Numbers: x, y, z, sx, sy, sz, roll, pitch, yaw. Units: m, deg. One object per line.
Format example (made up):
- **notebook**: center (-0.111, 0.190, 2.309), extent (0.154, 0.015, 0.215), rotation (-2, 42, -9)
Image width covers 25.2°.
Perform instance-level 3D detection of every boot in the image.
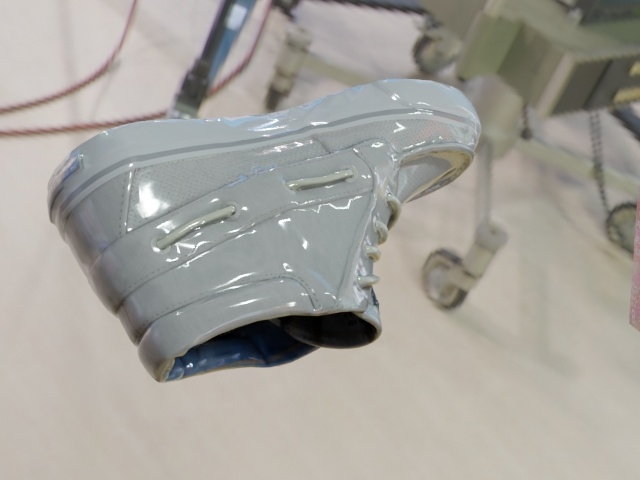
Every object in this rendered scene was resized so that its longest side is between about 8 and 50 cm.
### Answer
- **boot**: center (0.000, 0.000, 0.704), extent (0.258, 0.095, 0.123), rotation (-14, 63, -36)

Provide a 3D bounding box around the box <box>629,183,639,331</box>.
- **box**: center (0.321, 0.034, 1.020), extent (0.128, 0.122, 0.257), rotation (2, 10, -6)
